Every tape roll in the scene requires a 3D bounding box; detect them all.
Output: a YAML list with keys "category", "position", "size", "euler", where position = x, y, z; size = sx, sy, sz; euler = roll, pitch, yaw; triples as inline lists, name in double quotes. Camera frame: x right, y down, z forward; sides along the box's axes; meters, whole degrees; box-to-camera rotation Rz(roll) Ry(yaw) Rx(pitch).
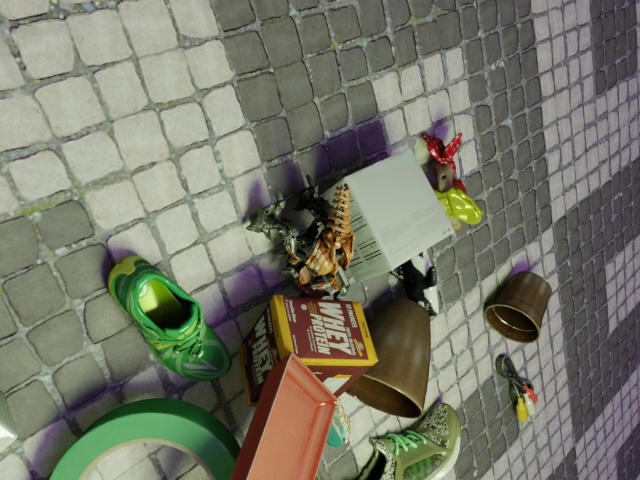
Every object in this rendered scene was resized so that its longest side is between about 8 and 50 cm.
- category: "tape roll"
  position: [-0.279, 0.431, 0.856]
  size: [0.320, 0.077, 0.322]
  euler: [0, 91, -6]

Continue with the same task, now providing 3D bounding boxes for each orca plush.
- category: "orca plush"
  position: [0.212, 0.052, 1.255]
  size: [0.102, 0.151, 0.288]
  euler: [-12, 112, -3]

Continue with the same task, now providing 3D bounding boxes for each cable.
- category: "cable"
  position: [0.661, 0.472, 1.704]
  size: [0.139, 0.072, 0.288]
  euler: [-41, 121, -31]

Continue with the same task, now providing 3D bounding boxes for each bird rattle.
- category: "bird rattle"
  position: [0.309, -0.133, 1.286]
  size: [0.207, 0.142, 0.254]
  euler: [52, 29, -58]

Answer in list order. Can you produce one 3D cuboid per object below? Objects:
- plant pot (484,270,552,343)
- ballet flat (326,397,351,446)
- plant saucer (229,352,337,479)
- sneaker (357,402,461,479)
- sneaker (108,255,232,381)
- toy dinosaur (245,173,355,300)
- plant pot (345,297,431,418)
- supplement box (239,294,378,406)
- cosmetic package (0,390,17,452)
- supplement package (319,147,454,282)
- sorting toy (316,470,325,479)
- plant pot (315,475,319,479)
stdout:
- category: "plant pot"
  position: [0.606, 0.192, 1.560]
  size: [0.165, 0.166, 0.167]
  euler: [-51, 125, -28]
- category: "ballet flat"
  position: [0.011, 0.368, 1.184]
  size: [0.077, 0.091, 0.241]
  euler: [-58, 138, -53]
- category: "plant saucer"
  position: [-0.063, 0.353, 0.881]
  size: [0.258, 0.047, 0.259]
  euler: [60, 44, -51]
- category: "sneaker"
  position: [0.214, 0.560, 1.340]
  size: [0.410, 0.158, 0.182]
  euler: [-44, 105, -29]
- category: "sneaker"
  position: [-0.250, 0.156, 0.897]
  size: [0.109, 0.123, 0.296]
  euler: [-48, 124, -21]
- category: "toy dinosaur"
  position: [0.000, 0.000, 0.993]
  size: [0.164, 0.218, 0.322]
  euler: [-15, 151, -50]
- category: "plant pot"
  position: [0.172, 0.260, 1.214]
  size: [0.215, 0.215, 0.231]
  euler: [49, 55, -33]
- category: "supplement box"
  position: [-0.030, 0.217, 0.997]
  size: [0.191, 0.129, 0.194]
  euler: [8, 137, -28]
- category: "cosmetic package"
  position: [-0.532, 0.227, 0.673]
  size: [0.151, 0.151, 0.184]
  euler: [-43, 121, -23]
- category: "supplement package"
  position: [0.132, -0.052, 1.096]
  size: [0.194, 0.149, 0.203]
  euler: [-27, 89, -31]
- category: "sorting toy"
  position: [0.006, 0.577, 1.146]
  size: [0.038, 0.193, 0.208]
  euler: [-25, 117, -7]
- category: "plant pot"
  position: [-0.108, 0.614, 1.007]
  size: [0.234, 0.293, 0.294]
  euler: [-10, 105, -25]
